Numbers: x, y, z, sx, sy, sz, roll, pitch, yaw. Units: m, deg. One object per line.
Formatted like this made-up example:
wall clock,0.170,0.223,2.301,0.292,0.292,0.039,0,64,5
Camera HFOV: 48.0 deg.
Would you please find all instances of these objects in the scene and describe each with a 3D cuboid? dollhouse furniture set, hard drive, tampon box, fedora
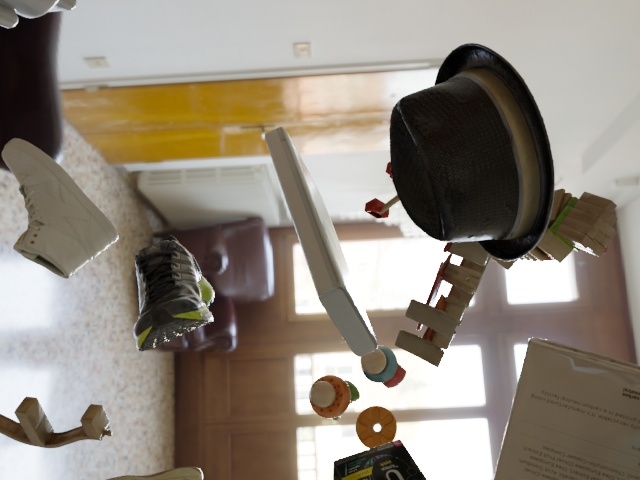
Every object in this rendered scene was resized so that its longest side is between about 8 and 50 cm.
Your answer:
dollhouse furniture set,0.231,0.059,1.353,0.262,0.135,0.259,-48,158,-50
hard drive,0.000,0.000,1.239,0.233,0.047,0.353,60,9,-53
tampon box,0.102,0.403,1.072,0.161,0.121,0.101,-130,-147,-51
fedora,0.199,-0.118,1.070,0.334,0.153,0.333,165,-90,-72

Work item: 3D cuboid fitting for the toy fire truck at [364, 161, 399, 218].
toy fire truck,0.188,-0.136,1.672,0.192,0.047,0.135,-25,-136,50

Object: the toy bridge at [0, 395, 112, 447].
toy bridge,-0.313,0.201,0.792,0.026,0.188,0.063,-66,154,-50

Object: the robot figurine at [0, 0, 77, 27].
robot figurine,-0.703,-0.625,1.586,0.353,0.200,0.299,18,78,-57

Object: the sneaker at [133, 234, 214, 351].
sneaker,-0.221,0.067,1.012,0.300,0.111,0.121,-143,-151,-79

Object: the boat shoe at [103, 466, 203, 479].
boat shoe,-0.393,0.565,1.532,0.109,0.302,0.098,109,-32,-43

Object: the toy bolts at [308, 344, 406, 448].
toy bolts,0.104,0.353,1.664,0.218,0.228,0.158,41,0,26

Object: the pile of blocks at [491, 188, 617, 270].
pile of blocks,0.500,-0.016,1.565,0.362,0.113,0.148,-9,-130,57

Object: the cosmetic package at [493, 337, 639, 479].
cosmetic package,0.226,0.284,0.651,0.197,0.155,0.365,25,81,-68

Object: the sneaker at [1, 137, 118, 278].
sneaker,-0.570,-0.058,1.449,0.169,0.292,0.108,-48,-171,-33
